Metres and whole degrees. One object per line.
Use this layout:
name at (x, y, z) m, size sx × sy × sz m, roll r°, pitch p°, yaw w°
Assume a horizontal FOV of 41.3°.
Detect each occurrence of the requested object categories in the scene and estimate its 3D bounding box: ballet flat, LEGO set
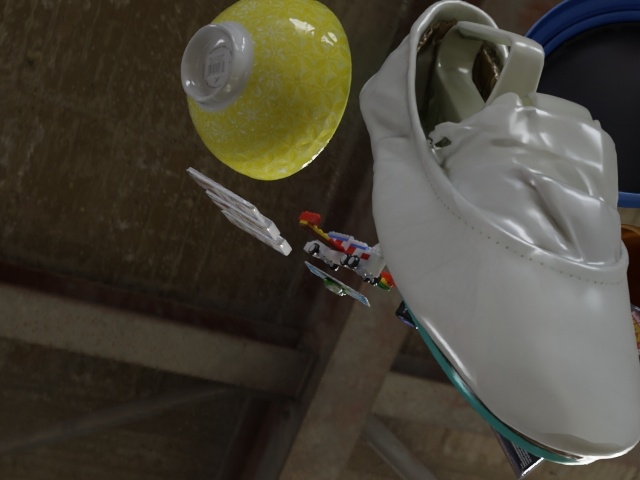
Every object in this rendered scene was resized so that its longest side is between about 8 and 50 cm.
ballet flat at (0.102, -0.052, 0.515) m, size 0.139 × 0.400 × 0.139 m, roll -3°, pitch -58°, yaw -4°
LEGO set at (0.000, 0.000, 0.834) m, size 0.244 × 0.182 × 0.060 m, roll 31°, pitch -98°, yaw 15°

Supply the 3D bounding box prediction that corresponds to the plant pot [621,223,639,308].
plant pot at (0.561, 0.081, 1.442) m, size 0.188 × 0.205 × 0.205 m, roll 6°, pitch -67°, yaw -29°

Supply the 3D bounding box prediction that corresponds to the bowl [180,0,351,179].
bowl at (-0.113, -0.245, 1.264) m, size 0.156 × 0.289 × 0.289 m, roll 11°, pitch -66°, yaw -48°

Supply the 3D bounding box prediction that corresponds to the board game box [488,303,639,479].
board game box at (0.230, 0.095, 0.811) m, size 0.194 × 0.194 × 0.060 m, roll -25°, pitch -24°, yaw -1°

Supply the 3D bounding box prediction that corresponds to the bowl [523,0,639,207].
bowl at (0.491, -0.227, 1.328) m, size 0.391 × 0.391 × 0.077 m, roll -28°, pitch -27°, yaw 0°
